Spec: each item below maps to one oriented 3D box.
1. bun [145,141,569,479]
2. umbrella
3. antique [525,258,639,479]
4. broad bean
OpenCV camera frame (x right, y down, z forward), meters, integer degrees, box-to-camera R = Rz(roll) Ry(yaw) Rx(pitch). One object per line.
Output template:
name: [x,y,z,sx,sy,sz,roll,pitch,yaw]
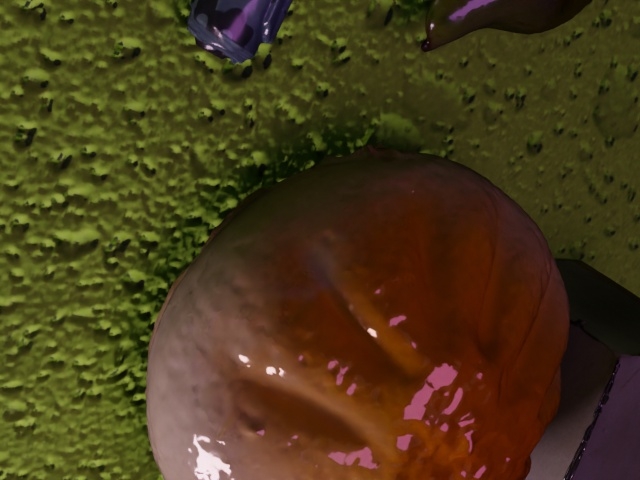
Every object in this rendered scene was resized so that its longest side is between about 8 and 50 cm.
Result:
bun: [0.045,0.092,0.777,0.299,0.165,0.299,-17,121,-30]
umbrella: [0.006,-0.207,0.656,0.053,0.052,0.250,23,102,-44]
antique: [0.194,0.109,0.947,0.148,0.152,0.147,1,117,-42]
broad bean: [0.189,-0.205,0.804,0.325,0.067,0.075,-35,164,-19]
